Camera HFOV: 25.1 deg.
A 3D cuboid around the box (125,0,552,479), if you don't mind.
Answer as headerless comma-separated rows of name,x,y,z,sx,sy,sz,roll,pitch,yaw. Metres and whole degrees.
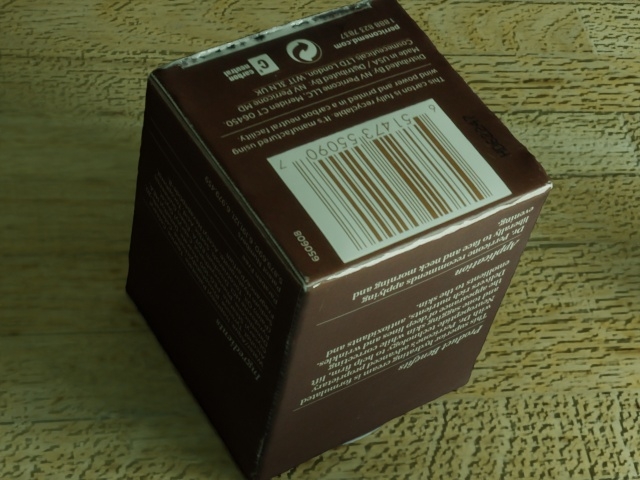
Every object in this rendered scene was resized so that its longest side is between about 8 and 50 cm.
box,0.000,0.000,0.845,0.168,0.203,0.167,-22,59,-27
